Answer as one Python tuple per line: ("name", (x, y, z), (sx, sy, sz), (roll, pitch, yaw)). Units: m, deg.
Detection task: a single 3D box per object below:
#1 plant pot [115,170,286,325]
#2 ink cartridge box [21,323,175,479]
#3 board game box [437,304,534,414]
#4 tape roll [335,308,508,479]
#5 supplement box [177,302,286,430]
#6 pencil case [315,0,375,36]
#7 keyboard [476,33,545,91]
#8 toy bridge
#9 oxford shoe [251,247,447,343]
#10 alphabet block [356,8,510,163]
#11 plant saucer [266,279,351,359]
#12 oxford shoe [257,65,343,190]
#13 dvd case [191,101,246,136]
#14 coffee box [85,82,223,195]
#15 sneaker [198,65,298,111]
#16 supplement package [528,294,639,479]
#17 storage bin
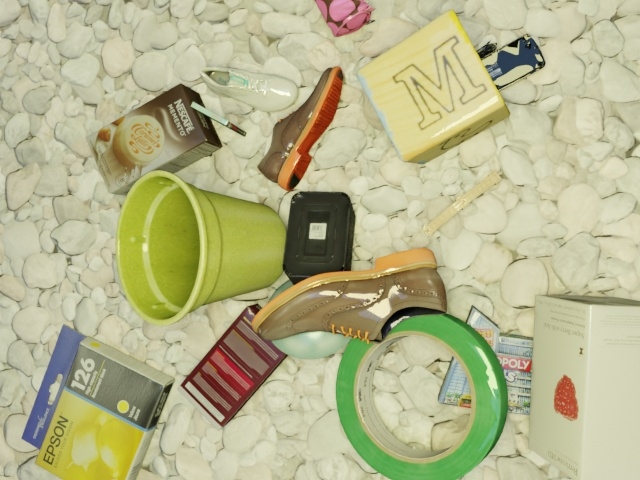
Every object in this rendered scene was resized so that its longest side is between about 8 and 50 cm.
("plant pot", (-0.210, 0.014, 1.117), (0.276, 0.254, 0.276), (0, 90, 41))
("ink cartridge box", (-0.519, 0.389, 1.297), (0.307, 0.072, 0.304), (22, 95, 9))
("board game box", (0.336, 0.230, 1.124), (0.194, 0.060, 0.194), (6, 92, 12))
("tape roll", (0.186, 0.292, 1.099), (0.321, 0.077, 0.321), (-4, 81, 28))
("supplement box", (-0.174, 0.264, 1.222), (0.130, 0.073, 0.239), (43, 98, 9))
("pencil case", (0.028, -0.524, 1.175), (0.098, 0.095, 0.209), (-32, 85, 45))
("keyboard", (0.334, -0.339, 1.142), (0.192, 0.038, 0.100), (-25, 92, 19))
("toy bridge", (0.278, -0.074, 1.135), (0.188, 0.063, 0.026), (-39, 82, 9))
("oxford shoe", (0.051, 0.129, 1.052), (0.363, 0.130, 0.133), (-20, 66, 6))
("alphabet block", (0.213, -0.272, 1.070), (0.197, 0.192, 0.193), (-29, 86, 22))
("plant saucer", (-0.020, 0.140, 1.159), (0.194, 0.037, 0.195), (-3, 56, 5))
("oxford shoe", (-0.043, -0.242, 1.188), (0.098, 0.097, 0.271), (30, 96, 16))
("dvd case", (-0.210, -0.251, 1.207), (0.087, 0.119, 0.013), (30, 96, 11))
("coffee box", (-0.357, -0.213, 1.248), (0.246, 0.098, 0.141), (-27, 85, 10))
("sneaker", (-0.154, -0.324, 1.209), (0.212, 0.094, 0.080), (12, 91, 11))
("supplement package", (0.489, 0.250, 1.011), (0.175, 0.177, 0.293), (3, 90, -9))
("storage bin", (0.000, 0.000, 1.152), (0.122, 0.084, 0.180), (2, 70, 12))
